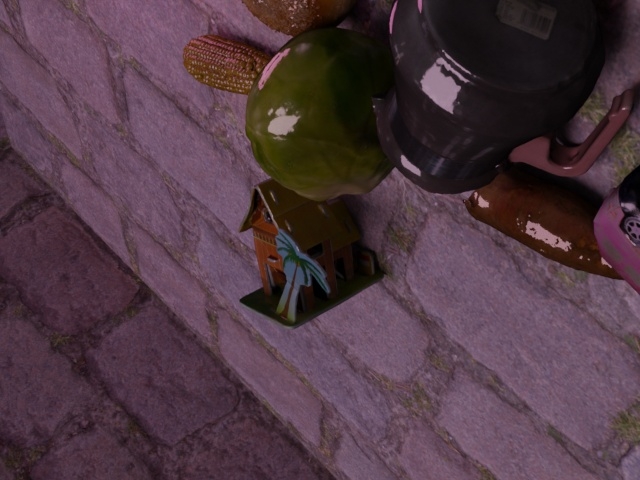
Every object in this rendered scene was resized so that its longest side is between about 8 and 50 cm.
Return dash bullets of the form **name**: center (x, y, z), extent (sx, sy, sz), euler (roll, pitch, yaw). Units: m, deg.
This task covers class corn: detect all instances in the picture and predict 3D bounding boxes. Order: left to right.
- **corn**: center (-0.194, -0.386, 2.033), extent (0.321, 0.119, 0.119), euler (25, 141, 37)

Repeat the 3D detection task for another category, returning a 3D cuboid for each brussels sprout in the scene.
- **brussels sprout**: center (0.024, -0.234, 1.654), extent (0.344, 0.343, 0.268), euler (107, 151, -57)

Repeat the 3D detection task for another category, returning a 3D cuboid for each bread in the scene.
- **bread**: center (-0.067, -0.506, 1.645), extent (0.305, 0.158, 0.306), euler (39, 151, 27)

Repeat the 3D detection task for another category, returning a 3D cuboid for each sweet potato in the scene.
- **sweet potato**: center (0.399, -0.023, 1.496), extent (0.336, 0.131, 0.131), euler (31, 145, 37)

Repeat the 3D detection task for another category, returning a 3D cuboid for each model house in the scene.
- **model house**: center (0.000, 0.000, 2.009), extent (0.340, 0.300, 0.324), euler (21, 129, 46)

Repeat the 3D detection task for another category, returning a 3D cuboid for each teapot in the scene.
- **teapot**: center (0.262, -0.226, 1.359), extent (0.375, 0.306, 0.362), euler (21, 158, 0)

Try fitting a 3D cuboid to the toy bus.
- **toy bus**: center (0.533, 0.032, 1.337), extent (0.303, 0.127, 0.147), euler (50, 155, 8)
